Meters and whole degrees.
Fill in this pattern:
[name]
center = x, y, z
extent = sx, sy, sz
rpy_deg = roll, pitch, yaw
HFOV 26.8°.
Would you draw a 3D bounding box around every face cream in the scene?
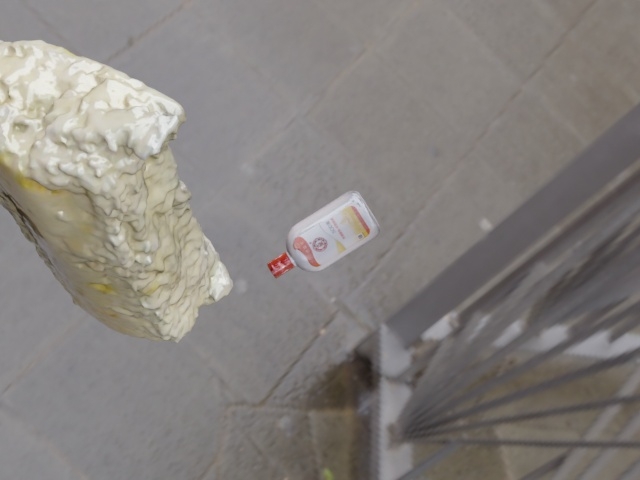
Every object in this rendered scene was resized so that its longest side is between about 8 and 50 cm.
[face cream]
center = 0.000, 0.000, 0.964
extent = 0.040, 0.083, 0.021
rpy_deg = 56, 4, -17

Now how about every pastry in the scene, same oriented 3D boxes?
[pastry]
center = -0.121, -0.020, 0.749
extent = 0.121, 0.258, 0.089
rpy_deg = 38, 72, 17
